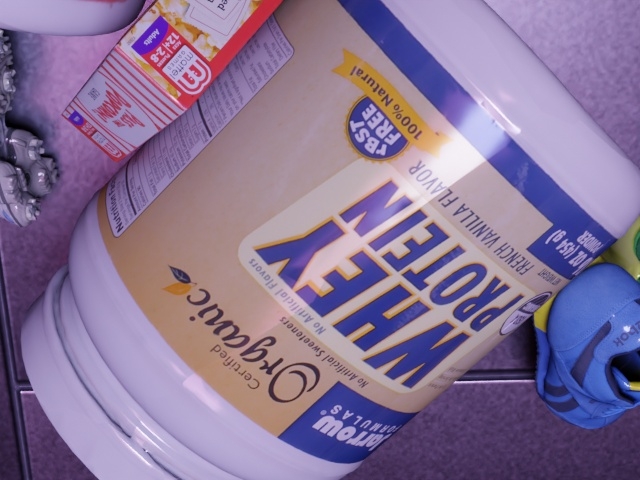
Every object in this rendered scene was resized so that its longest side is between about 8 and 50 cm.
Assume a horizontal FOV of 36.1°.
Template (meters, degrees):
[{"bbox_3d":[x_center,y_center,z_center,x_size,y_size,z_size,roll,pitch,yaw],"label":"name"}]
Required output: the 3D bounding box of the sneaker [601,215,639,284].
[{"bbox_3d":[0.329,0.072,0.666,0.295,0.123,0.109,17,109,-8],"label":"sneaker"}]

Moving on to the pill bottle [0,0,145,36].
[{"bbox_3d":[-0.146,-0.302,0.471,0.210,0.210,0.363,16,109,-7],"label":"pill bottle"}]

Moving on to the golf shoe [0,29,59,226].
[{"bbox_3d":[-0.230,-0.080,0.609,0.086,0.069,0.176,7,134,12],"label":"golf shoe"}]

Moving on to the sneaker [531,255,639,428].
[{"bbox_3d":[0.191,0.091,0.649,0.069,0.082,0.209,-36,144,-8],"label":"sneaker"}]

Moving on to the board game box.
[{"bbox_3d":[-0.049,-0.137,0.525,0.045,0.147,0.193,42,71,-15],"label":"board game box"}]

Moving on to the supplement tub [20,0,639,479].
[{"bbox_3d":[0.000,0.000,0.577,0.228,0.228,0.316,42,105,-15],"label":"supplement tub"}]
